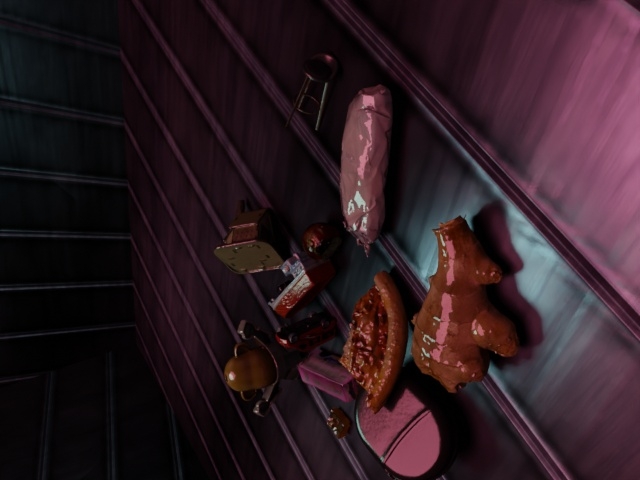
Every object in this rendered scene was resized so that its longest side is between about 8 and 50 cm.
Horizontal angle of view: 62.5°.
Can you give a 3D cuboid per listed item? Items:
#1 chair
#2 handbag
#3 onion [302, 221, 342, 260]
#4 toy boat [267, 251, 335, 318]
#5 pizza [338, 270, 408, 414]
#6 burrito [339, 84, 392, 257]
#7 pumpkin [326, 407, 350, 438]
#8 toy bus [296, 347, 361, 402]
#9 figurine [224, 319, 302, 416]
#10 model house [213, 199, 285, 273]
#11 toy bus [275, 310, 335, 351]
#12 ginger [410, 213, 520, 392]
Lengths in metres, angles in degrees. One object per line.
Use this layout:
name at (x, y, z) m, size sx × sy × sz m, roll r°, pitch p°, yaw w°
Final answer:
chair at (-0.030, -0.406, 1.449) m, size 0.104 × 0.095 × 0.222 m, roll 48°, pitch 139°, yaw 17°
handbag at (0.214, 0.475, 1.365) m, size 0.308 × 0.093 × 0.254 m, roll 43°, pitch 103°, yaw 38°
onion at (0.000, 0.000, 1.566) m, size 0.117 × 0.118 × 0.118 m, roll -53°, pitch 54°, yaw 14°
toy boat at (-0.086, 0.144, 1.705) m, size 0.133 × 0.145 × 0.332 m, roll 54°, pitch 140°, yaw 13°
pizza at (0.139, 0.259, 1.378) m, size 0.182 × 0.074 × 0.366 m, roll 6°, pitch 79°, yaw 29°
burrito at (0.112, -0.166, 1.335) m, size 0.139 × 0.101 × 0.446 m, roll 27°, pitch 125°, yaw 43°
pumpkin at (0.057, 0.614, 1.775) m, size 0.083 × 0.053 × 0.074 m, roll 45°, pitch 132°, yaw 44°
toy bus at (0.038, 0.424, 1.679) m, size 0.274 × 0.112 × 0.090 m, roll 4°, pitch 114°, yaw 55°
figurine at (-0.207, 0.444, 1.884) m, size 0.167 × 0.284 × 0.343 m, roll -35°, pitch 76°, yaw 53°
model house at (-0.239, -0.050, 1.892) m, size 0.205 × 0.218 × 0.279 m, roll 56°, pitch -149°, yaw -54°
toy bus at (-0.047, 0.296, 1.668) m, size 0.081 × 0.195 × 0.089 m, roll 21°, pitch 123°, yaw 50°
ginger at (0.304, 0.151, 1.133) m, size 0.236 × 0.166 × 0.376 m, roll 45°, pitch 143°, yaw 50°
